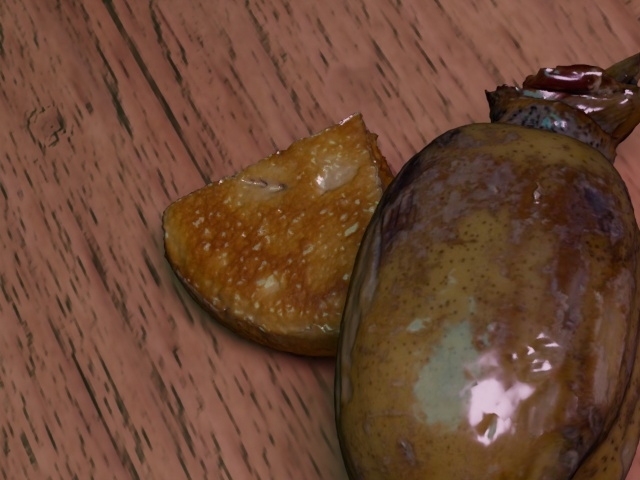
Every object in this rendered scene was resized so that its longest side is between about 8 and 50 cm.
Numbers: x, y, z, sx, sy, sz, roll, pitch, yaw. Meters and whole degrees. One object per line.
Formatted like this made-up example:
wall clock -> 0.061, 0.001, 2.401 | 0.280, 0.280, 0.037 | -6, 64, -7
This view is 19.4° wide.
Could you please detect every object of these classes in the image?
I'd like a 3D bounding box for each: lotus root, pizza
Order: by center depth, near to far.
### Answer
lotus root -> 0.089, 0.020, 0.879 | 0.154, 0.154, 0.278 | 3, 63, 27
pizza -> 0.000, 0.001, 0.997 | 0.175, 0.046, 0.134 | 33, 81, 35
